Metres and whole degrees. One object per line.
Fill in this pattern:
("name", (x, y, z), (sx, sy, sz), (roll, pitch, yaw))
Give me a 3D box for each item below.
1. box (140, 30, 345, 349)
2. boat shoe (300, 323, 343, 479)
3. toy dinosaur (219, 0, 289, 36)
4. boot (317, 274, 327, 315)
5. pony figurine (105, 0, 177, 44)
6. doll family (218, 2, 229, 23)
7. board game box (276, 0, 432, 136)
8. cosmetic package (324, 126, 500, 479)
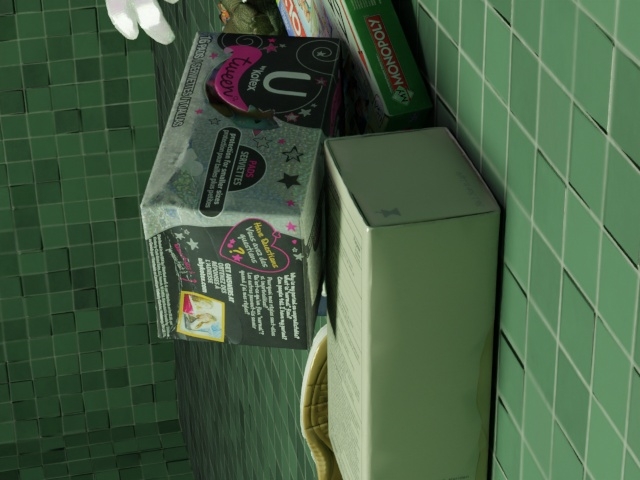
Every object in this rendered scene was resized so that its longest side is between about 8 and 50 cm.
("box", (-0.059, -0.050, 1.410), (0.247, 0.142, 0.163), (-80, -9, -47))
("boat shoe", (0.019, 0.186, 1.735), (0.096, 0.098, 0.277), (-113, 18, -53))
("toy dinosaur", (-0.081, -0.306, 1.795), (0.160, 0.121, 0.314), (23, 137, 53))
("boot", (-0.011, 0.006, 1.809), (0.069, 0.086, 0.190), (95, 164, -48))
("pony figurine", (-0.075, -0.377, 1.283), (0.363, 0.302, 0.351), (57, -153, -63))
("doll family", (-0.097, -0.290, 1.995), (0.111, 0.076, 0.193), (48, 164, 47))
("board game box", (0.014, -0.214, 1.522), (0.213, 0.046, 0.317), (110, 142, -67))
("cosmetic package", (0.072, 0.079, 1.348), (0.160, 0.113, 0.309), (-113, 20, -57))
